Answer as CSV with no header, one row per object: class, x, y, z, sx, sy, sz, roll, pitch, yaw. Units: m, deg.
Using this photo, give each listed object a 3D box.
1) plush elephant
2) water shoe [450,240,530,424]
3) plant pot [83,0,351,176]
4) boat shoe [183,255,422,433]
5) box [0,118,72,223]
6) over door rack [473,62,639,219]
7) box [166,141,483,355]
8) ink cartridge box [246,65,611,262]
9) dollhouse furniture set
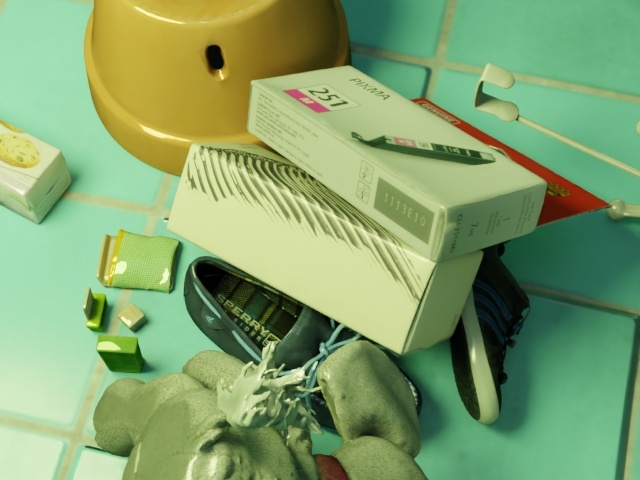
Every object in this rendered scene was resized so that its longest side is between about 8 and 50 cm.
plush elephant,-0.026,0.215,0.891,0.255,0.330,0.271,28,44,-26
water shoe,0.164,0.072,1.066,0.080,0.073,0.203,-3,64,-7
plant pot,-0.111,-0.238,1.155,0.291,0.203,0.290,0,62,0
boat shoe,-0.026,0.103,1.041,0.258,0.089,0.109,24,66,12
box,-0.411,-0.122,1.174,0.324,0.063,0.067,28,65,14
over door rack,0.321,-0.154,1.146,0.324,0.108,0.239,30,65,-8
box,0.000,0.000,1.038,0.275,0.113,0.094,26,107,25
ink cartridge box,0.105,-0.090,1.055,0.239,0.060,0.275,-16,38,-36
dollhouse furniture set,-0.186,0.048,1.088,0.076,0.058,0.151,5,63,2
